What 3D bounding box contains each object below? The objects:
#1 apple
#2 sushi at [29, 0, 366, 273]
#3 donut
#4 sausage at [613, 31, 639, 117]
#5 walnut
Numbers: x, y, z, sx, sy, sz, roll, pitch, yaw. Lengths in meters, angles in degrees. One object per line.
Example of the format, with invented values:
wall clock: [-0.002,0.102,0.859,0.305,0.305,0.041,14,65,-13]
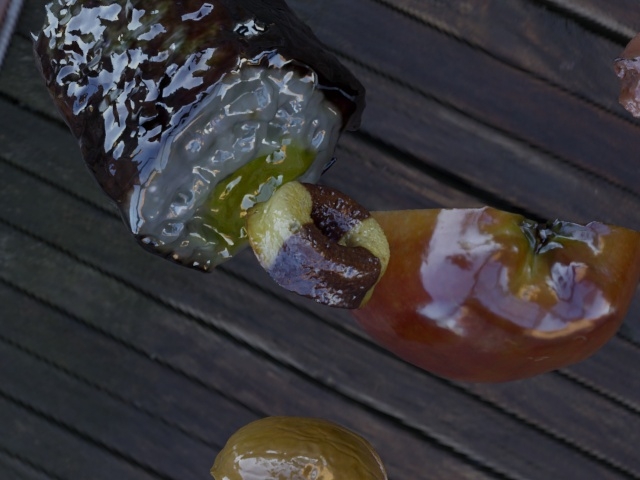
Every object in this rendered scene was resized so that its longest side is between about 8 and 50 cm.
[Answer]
apple: [0.201,0.029,1.386,0.329,0.365,0.295,-36,95,-8]
sushi: [-0.133,-0.166,1.338,0.299,0.281,0.294,-34,55,-3]
donut: [0.000,0.000,1.080,0.140,0.140,0.059,40,120,-1]
sausage: [0.311,-0.198,0.866,0.078,0.078,0.304,41,72,-1]
walnut: [-0.013,0.250,1.351,0.211,0.167,0.087,13,113,-14]
